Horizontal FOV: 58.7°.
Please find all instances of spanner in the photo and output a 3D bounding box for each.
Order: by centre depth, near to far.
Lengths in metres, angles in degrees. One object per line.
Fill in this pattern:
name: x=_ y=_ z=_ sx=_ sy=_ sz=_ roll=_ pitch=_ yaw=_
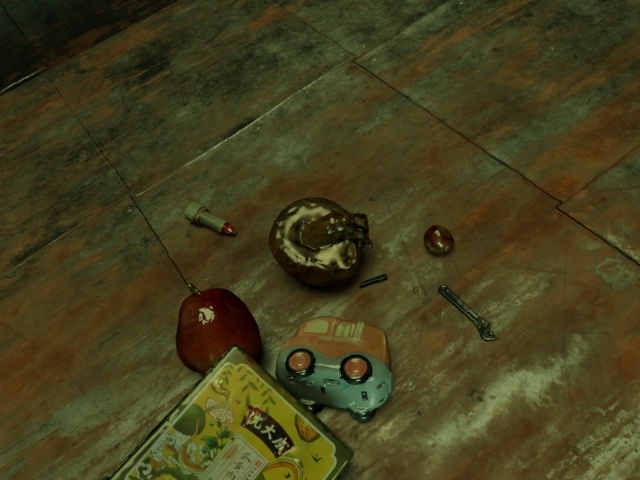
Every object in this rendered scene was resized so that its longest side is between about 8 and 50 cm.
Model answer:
spanner: x=0.386 y=0.189 z=1.506 sx=0.046 sy=0.012 sz=0.208 roll=-36 pitch=55 yaw=-12

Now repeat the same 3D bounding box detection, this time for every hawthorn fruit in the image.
hawthorn fruit: x=-0.278 y=0.227 z=1.479 sx=0.224 sy=0.261 sz=0.224 roll=-16 pitch=20 yaw=6

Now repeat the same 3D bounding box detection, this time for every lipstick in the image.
lipstick: x=-0.346 y=-0.059 z=1.829 sx=0.186 sy=0.057 sz=0.063 roll=26 pitch=64 yaw=22

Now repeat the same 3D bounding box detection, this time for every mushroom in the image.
mushroom: x=0.011 y=0.004 z=1.610 sx=0.283 sy=0.195 sz=0.263 roll=-11 pitch=60 yaw=25

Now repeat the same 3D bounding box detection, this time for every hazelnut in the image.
hazelnut: x=0.333 y=-0.002 z=1.619 sx=0.086 sy=0.086 sz=0.086 roll=-6 pitch=54 yaw=9

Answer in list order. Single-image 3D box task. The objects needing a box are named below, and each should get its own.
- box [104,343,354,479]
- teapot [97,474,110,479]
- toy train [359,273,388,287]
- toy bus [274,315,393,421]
box: x=-0.196 y=0.506 z=1.251 sx=0.373 sy=0.138 sz=0.420 roll=41 pitch=70 yaw=6
teapot: x=-0.469 y=0.642 z=1.310 sx=0.193 sy=0.129 sz=0.294 roll=30 pitch=68 yaw=29
toy train: x=0.149 y=0.113 z=1.611 sx=0.083 sy=0.017 sz=0.017 roll=-18 pitch=51 yaw=0
toy bus: x=0.043 y=0.292 z=1.407 sx=0.287 sy=0.194 sz=0.232 roll=4 pitch=48 yaw=16
